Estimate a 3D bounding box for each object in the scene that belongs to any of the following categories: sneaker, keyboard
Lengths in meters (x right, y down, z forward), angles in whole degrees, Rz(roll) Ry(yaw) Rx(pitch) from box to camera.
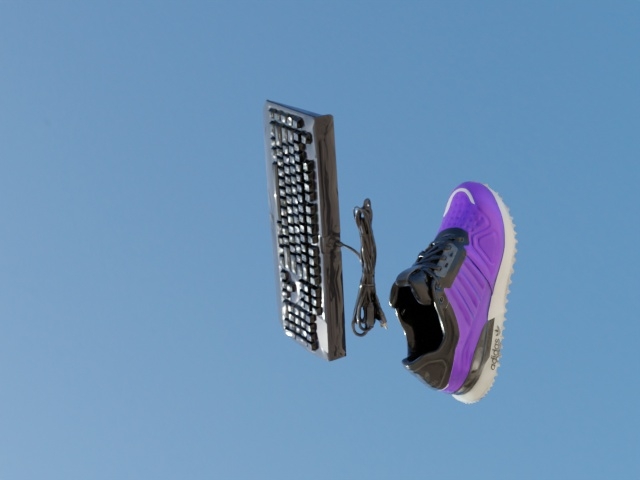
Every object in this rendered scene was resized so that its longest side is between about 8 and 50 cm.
[{"bbox_3d":[0.160,0.048,1.597,0.146,0.102,0.293,19,-114,-31],"label":"sneaker"},{"bbox_3d":[0.000,0.000,1.502,0.033,0.201,0.317,-23,-61,-37],"label":"keyboard"}]
